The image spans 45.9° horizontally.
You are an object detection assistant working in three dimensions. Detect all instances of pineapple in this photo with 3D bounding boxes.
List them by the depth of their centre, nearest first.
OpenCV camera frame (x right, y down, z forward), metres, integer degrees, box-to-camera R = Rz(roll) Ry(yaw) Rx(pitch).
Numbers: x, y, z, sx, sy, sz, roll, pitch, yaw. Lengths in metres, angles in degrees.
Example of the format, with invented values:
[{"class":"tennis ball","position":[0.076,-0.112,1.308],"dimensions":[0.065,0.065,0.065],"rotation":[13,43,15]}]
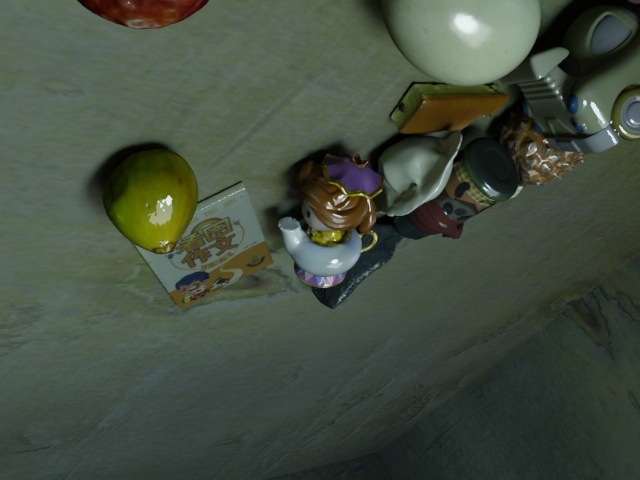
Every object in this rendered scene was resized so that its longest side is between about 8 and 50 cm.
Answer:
[{"class":"pineapple","position":[0.522,-0.244,1.501],"dimensions":[0.361,0.175,0.175],"rotation":[-27,153,-4]}]

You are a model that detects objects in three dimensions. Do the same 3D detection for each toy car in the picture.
[{"class":"toy car","position":[0.505,-0.322,1.293],"dimensions":[0.336,0.226,0.242],"rotation":[-43,-169,0]}]

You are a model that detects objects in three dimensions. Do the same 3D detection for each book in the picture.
[{"class":"book","position":[-0.203,0.018,1.374],"dimensions":[0.208,0.020,0.295],"rotation":[-27,153,-6]}]

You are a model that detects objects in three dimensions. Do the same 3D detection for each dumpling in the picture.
[{"class":"dumpling","position":[0.160,-0.110,1.367],"dimensions":[0.216,0.166,0.126],"rotation":[0,135,29]}]

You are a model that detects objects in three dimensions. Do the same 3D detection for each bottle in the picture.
[{"class":"bottle","position":[0.258,-0.085,1.504],"dimensions":[0.143,0.156,0.271],"rotation":[-23,172,-44]}]

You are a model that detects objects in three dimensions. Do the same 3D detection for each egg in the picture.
[{"class":"egg","position":[0.186,-0.308,1.016],"dimensions":[0.254,0.188,0.188],"rotation":[8,134,-47]}]

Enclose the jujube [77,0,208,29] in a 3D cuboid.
[{"class":"jujube","position":[-0.158,-0.307,0.671],"dimensions":[0.183,0.183,0.243],"rotation":[-12,148,-32]}]

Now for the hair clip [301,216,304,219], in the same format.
[{"class":"hair clip","position":[0.000,0.000,1.542],"dimensions":[0.070,0.039,0.229],"rotation":[-26,158,-9]}]

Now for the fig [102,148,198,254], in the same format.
[{"class":"fig","position":[-0.242,-0.060,1.095],"dimensions":[0.136,0.121,0.153],"rotation":[-21,129,-8]}]

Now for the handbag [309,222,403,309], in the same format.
[{"class":"handbag","position":[0.087,0.051,1.645],"dimensions":[0.270,0.088,0.175],"rotation":[-43,169,18]}]

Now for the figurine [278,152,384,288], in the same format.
[{"class":"figurine","position":[0.020,-0.042,1.334],"dimensions":[0.189,0.142,0.263],"rotation":[-5,134,-18]}]

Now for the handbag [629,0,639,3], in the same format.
[{"class":"handbag","position":[0.481,-0.462,1.116],"dimensions":[0.146,0.135,0.225],"rotation":[-33,155,14]}]

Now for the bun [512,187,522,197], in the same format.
[{"class":"bun","position":[0.411,-0.129,1.691],"dimensions":[0.115,0.069,0.115],"rotation":[-22,153,-12]}]

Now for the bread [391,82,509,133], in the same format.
[{"class":"bread","position":[0.233,-0.237,1.345],"dimensions":[0.226,0.049,0.088],"rotation":[-8,146,-39]}]
